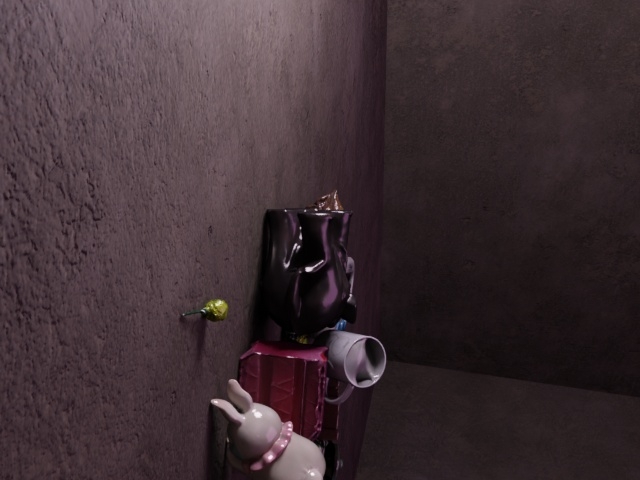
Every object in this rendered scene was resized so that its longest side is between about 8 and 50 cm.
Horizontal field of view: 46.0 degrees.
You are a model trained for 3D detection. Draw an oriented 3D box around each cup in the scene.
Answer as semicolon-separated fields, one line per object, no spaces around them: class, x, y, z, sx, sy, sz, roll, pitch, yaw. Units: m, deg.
cup;0.040;0.241;1.474;0.136;0.133;0.099;-41;112;-25

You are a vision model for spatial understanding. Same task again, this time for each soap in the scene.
soap;-0.075;0.320;1.423;0.099;0.162;0.250;-69;165;-79

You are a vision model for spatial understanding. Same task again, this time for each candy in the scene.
candy;-0.173;0.106;1.115;0.123;0.035;0.035;9;85;-72

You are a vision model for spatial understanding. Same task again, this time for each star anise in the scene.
star anise;-0.002;0.005;1.798;0.220;0.099;0.214;-64;145;-48

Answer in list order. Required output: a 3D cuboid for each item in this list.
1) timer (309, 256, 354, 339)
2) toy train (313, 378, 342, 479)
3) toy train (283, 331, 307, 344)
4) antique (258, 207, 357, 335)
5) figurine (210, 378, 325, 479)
timer;0.031;0.159;2.070;0.262;0.087;0.237;3;94;-80
toy train;-0.032;0.407;1.641;0.304;0.150;0.221;119;-23;-75
toy train;-0.057;0.192;1.717;0.085;0.053;0.250;-43;138;-65
antique;-0.024;0.061;1.490;0.322;0.185;0.255;-25;114;-77
figurine;-0.107;0.346;1.311;0.127;0.235;0.155;-44;-174;-17
